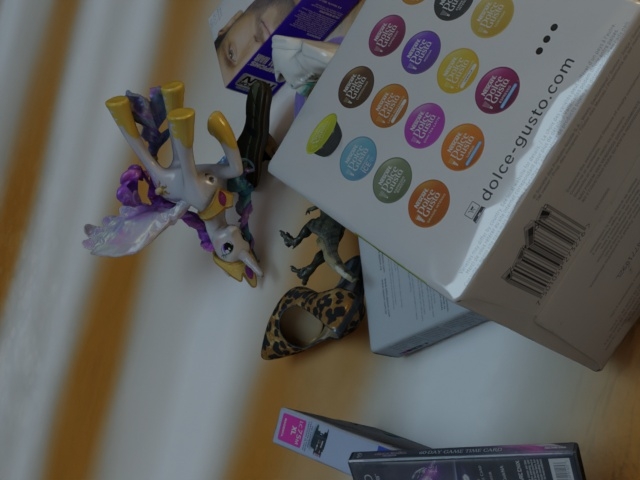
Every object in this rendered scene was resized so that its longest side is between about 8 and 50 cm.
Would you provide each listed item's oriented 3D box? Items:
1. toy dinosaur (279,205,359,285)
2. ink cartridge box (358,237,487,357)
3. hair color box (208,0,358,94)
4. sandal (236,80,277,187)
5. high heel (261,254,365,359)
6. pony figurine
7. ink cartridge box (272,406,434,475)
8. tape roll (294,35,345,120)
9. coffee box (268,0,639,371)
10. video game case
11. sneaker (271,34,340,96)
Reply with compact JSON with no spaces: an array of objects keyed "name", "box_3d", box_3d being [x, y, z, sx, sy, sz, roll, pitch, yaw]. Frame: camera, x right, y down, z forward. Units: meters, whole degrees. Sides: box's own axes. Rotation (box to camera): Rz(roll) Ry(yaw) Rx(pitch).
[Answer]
[{"name":"toy dinosaur","box_3d":[0.000,0.000,1.715,0.118,0.064,0.268,-33,31,21]},{"name":"ink cartridge box","box_3d":[0.185,-0.033,1.567,0.330,0.071,0.324,-28,57,41]},{"name":"hair color box","box_3d":[-0.060,-0.433,1.978,0.339,0.110,0.185,-44,49,38]},{"name":"sandal","box_3d":[-0.108,-0.189,1.992,0.090,0.060,0.219,48,135,48]},{"name":"high heel","box_3d":[-0.027,0.145,1.704,0.261,0.093,0.186,-43,13,28]},{"name":"pony figurine","box_3d":[-0.254,-0.097,1.953,0.351,0.303,0.363,16,132,43]},{"name":"ink cartridge box","box_3d":[0.098,0.298,1.476,0.311,0.186,0.065,5,79,52]},{"name":"tape roll","box_3d":[0.044,-0.236,1.803,0.189,0.080,0.188,-20,65,49]},{"name":"coffee box","box_3d":[0.216,-0.103,1.254,0.334,0.338,0.337,37,98,42]},{"name":"video game case","box_3d":[0.186,0.330,1.298,0.274,0.026,0.196,-7,114,24]},{"name":"sneaker","box_3d":[-0.016,-0.279,1.779,0.212,0.080,0.094,28,113,59]}]
